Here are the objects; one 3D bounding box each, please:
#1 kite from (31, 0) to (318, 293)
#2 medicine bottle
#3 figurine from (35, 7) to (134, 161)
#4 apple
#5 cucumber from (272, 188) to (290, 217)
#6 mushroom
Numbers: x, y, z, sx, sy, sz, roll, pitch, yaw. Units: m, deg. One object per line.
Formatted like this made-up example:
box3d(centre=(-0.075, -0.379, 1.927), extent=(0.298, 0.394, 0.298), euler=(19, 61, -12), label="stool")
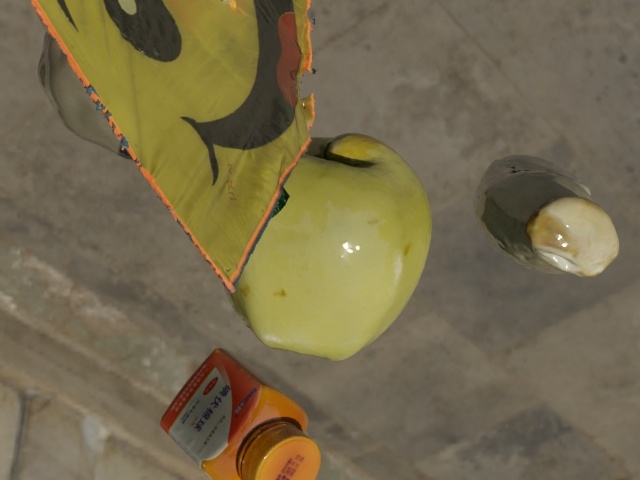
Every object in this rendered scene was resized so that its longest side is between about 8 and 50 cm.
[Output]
box3d(centre=(-0.091, -0.155, 0.631), extent=(0.013, 0.377, 0.327), euler=(-18, 158, 28), label="kite")
box3d(centre=(-0.102, 0.261, 1.531), extent=(0.149, 0.222, 0.112), euler=(-53, 130, -6), label="medicine bottle")
box3d(centre=(-0.205, -0.183, 1.334), extent=(0.248, 0.203, 0.380), euler=(35, 174, 6), label="figurine")
box3d(centre=(0.000, 0.000, 0.965), extent=(0.200, 0.200, 0.200), euler=(-3, 136, -3), label="apple")
box3d(centre=(-0.100, -0.124, 0.822), extent=(0.044, 0.043, 0.256), euler=(-37, 110, -11), label="cucumber")
box3d(centre=(0.184, -0.021, 0.969), extent=(0.109, 0.351, 0.097), euler=(29, 98, 4), label="mushroom")
